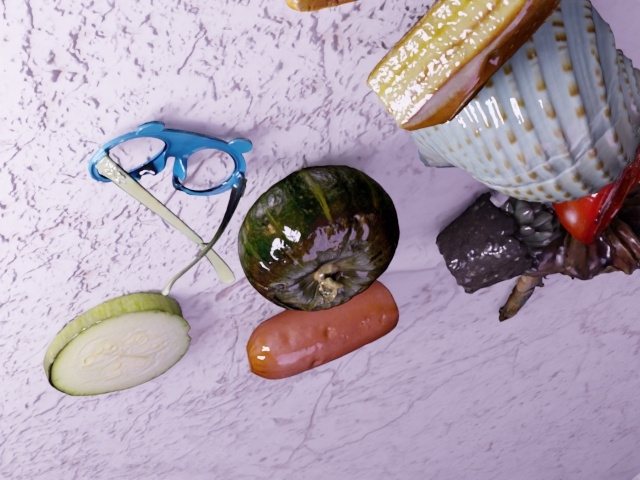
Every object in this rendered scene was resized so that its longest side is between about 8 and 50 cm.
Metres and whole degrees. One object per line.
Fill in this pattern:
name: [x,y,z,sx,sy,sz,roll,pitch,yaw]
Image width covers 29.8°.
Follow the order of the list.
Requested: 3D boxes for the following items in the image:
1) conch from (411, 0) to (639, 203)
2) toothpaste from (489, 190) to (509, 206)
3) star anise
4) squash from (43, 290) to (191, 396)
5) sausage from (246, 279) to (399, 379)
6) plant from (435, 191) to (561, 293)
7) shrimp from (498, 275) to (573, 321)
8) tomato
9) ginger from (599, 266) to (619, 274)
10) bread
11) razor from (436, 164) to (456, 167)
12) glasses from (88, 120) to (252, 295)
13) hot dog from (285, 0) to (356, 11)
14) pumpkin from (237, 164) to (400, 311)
conch: [0.299,-0.164,1.640,0.319,0.215,0.303,-33,142,2]
toothpaste: [0.349,-0.144,1.821,0.047,0.078,0.248,32,108,-35]
star anise: [0.477,-0.018,2.062,0.315,0.108,0.315,-25,-164,8]
squash: [-0.297,0.152,1.758,0.219,0.041,0.219,-19,147,-13]
sausage: [-0.002,0.147,1.953,0.259,0.113,0.113,-20,150,-22]
plant: [0.293,-0.005,1.966,0.194,0.129,0.132,-33,152,10]
shrimp: [0.432,0.091,2.363,0.148,0.035,0.195,-12,145,-36]
tomato: [0.438,-0.121,1.907,0.233,0.140,0.200,-46,159,-38]
ginger: [0.579,-0.001,2.323,0.149,0.065,0.258,-18,152,-18]
bread: [0.185,-0.246,1.438,0.234,0.110,0.184,-48,172,30]
razor: [0.254,-0.122,1.850,0.211,0.036,0.084,0,124,-35]
glasses: [-0.177,-0.031,1.461,0.102,0.206,0.239,-5,169,40]
hot dog: [0.057,-0.311,1.311,0.250,0.076,0.104,-16,168,-18]
pumpkin: [0.001,0.003,1.666,0.238,0.159,0.238,-21,154,-11]
